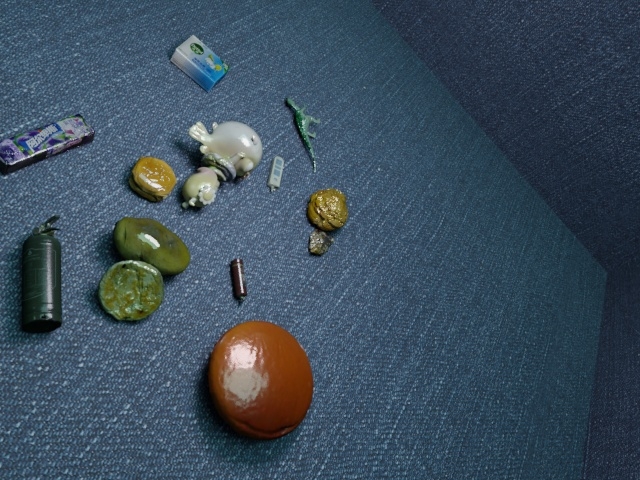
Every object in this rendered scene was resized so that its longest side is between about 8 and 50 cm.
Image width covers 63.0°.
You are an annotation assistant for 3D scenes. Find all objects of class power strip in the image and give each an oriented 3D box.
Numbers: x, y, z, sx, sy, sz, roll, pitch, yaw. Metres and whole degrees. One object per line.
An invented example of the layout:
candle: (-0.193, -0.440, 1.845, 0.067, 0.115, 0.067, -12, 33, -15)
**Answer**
power strip: (-0.182, -0.268, 2.114, 0.047, 0.030, 0.191, 25, 51, -24)

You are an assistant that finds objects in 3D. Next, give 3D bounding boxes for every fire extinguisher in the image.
fire extinguisher: (-0.742, 0.082, 1.404, 0.095, 0.114, 0.312, 53, 20, -65)
fire extinguisher: (-0.276, 0.142, 1.783, 0.064, 0.043, 0.158, 58, 19, -66)

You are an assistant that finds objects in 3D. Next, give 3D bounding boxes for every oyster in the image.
oyster: (0.002, 0.007, 2.079, 0.103, 0.051, 0.148, 39, 47, -12)

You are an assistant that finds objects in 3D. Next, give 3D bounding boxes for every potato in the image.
potato: (-0.516, 0.023, 1.598, 0.248, 0.143, 0.169, 32, 38, -31)

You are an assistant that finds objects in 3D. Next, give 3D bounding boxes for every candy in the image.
candy: (-0.836, -0.299, 1.589, 0.088, 0.061, 0.312, 49, 45, 0)

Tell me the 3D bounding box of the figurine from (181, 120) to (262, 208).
figurine: (-0.384, -0.276, 1.859, 0.274, 0.226, 0.394, 44, 58, -27)

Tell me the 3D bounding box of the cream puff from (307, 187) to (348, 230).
cream puff: (0.040, -0.133, 2.136, 0.189, 0.129, 0.189, 21, 51, -28)

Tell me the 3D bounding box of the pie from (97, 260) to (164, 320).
pie: (-0.545, 0.145, 1.510, 0.186, 0.041, 0.187, -4, 100, -24)

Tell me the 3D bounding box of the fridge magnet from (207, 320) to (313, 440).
fridge magnet: (-0.182, 0.425, 1.607, 0.363, 0.155, 0.364, 20, 54, -29)

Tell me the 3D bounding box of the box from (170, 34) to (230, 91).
box: (-0.484, -0.713, 2.111, 0.194, 0.073, 0.139, 39, 47, -13)

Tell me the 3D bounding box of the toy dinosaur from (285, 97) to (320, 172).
toy dinosaur: (-0.042, -0.486, 2.330, 0.129, 0.076, 0.383, -14, 70, -36)

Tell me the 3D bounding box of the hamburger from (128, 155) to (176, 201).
hamburger: (-0.558, -0.208, 1.743, 0.147, 0.083, 0.138, 36, 43, -20)
